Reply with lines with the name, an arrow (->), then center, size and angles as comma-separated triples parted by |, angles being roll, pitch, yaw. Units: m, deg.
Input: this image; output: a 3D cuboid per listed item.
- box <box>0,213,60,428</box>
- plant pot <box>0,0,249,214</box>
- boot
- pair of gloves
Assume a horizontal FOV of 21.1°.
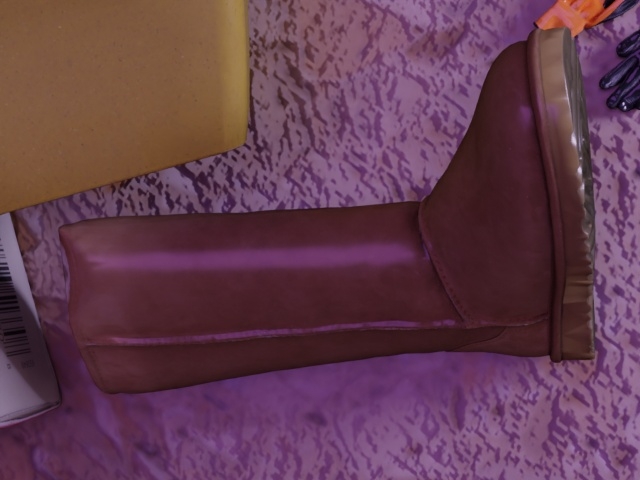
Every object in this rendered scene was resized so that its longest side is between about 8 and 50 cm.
box -> -0.282, 0.057, 0.937 | 0.232, 0.127, 0.148 | -16, 88, 9
plant pot -> -0.129, -0.126, 0.873 | 0.212, 0.212, 0.187 | -16, 102, 1
boot -> 0.000, 0.000, 0.854 | 0.270, 0.236, 0.089 | -3, 49, 8
pair of gloves -> 0.165, -0.115, 0.923 | 0.074, 0.010, 0.083 | -42, 87, 5
